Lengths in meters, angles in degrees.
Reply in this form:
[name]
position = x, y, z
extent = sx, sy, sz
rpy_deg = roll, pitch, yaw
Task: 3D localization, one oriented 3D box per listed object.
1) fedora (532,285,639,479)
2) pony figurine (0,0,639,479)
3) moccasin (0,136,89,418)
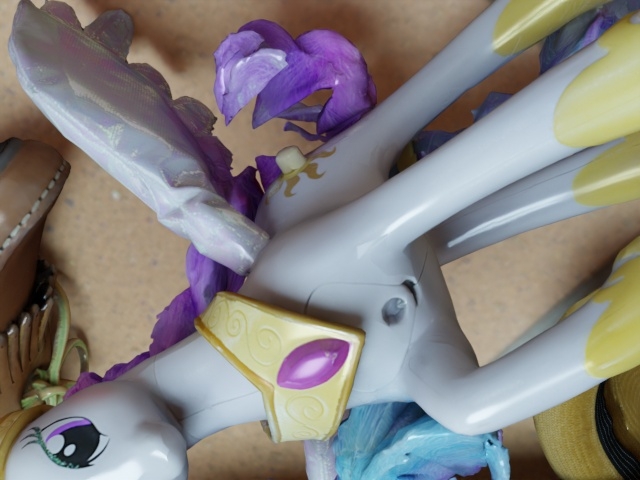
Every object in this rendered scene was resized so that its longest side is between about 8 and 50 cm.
[fedora]
position = 0.200, 0.074, 0.652
extent = 0.194, 0.079, 0.194
rpy_deg = 7, 125, 11
[pony figurine]
position = 0.000, 0.000, 0.571
extent = 0.363, 0.351, 0.303
rpy_deg = -31, 107, 12
[moccasin]
position = -0.208, 0.102, 0.791
extent = 0.147, 0.139, 0.380
rpy_deg = 25, 120, 0
